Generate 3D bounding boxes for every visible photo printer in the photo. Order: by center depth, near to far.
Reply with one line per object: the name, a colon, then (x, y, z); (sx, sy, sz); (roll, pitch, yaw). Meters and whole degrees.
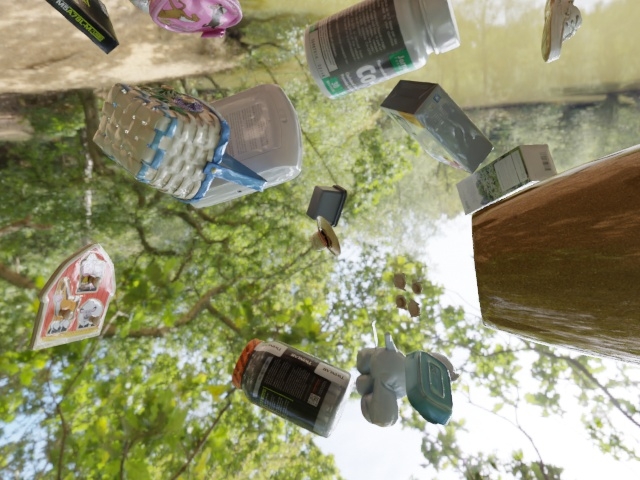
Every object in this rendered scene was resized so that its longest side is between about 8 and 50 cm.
photo printer: (-0.197, -0.240, 1.146); (0.308, 0.255, 0.107); (-17, 162, 13)

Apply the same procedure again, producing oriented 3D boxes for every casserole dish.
casserole dish: (0.239, 0.309, 0.994); (0.114, 0.037, 0.188); (33, -152, -9)

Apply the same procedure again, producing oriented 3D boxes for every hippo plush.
hippo plush: (0.240, 0.368, 1.279); (0.237, 0.293, 0.234); (4, -176, -12)

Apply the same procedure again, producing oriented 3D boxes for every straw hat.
straw hat: (0.000, 0.000, 1.366); (0.061, 0.144, 0.144); (-29, -175, 18)

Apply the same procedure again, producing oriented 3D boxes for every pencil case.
pencil case: (-0.236, -0.546, 0.760); (0.167, 0.385, 0.160); (-12, -177, -43)

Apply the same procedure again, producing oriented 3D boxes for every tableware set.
tableware set: (0.327, 0.204, 1.721); (0.141, 0.168, 0.020); (20, 152, -30)

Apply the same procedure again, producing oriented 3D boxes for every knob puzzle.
knob puzzle: (-0.440, 0.100, 0.860); (0.030, 0.212, 0.213); (16, -163, 12)

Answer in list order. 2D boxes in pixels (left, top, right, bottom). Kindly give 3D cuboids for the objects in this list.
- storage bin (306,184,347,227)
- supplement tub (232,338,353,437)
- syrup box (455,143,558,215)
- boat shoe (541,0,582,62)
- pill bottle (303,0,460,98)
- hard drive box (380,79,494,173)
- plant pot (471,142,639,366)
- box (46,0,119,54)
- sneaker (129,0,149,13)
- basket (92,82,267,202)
storage bin: (0.012, -0.122, 1.516); (0.091, 0.135, 0.098); (7, -159, -35)
supplement tub: (-0.085, 0.441, 1.412); (0.338, 0.206, 0.207); (21, -161, 14)
syrup box: (0.455, -0.145, 1.146); (0.097, 0.093, 0.237); (-7, 167, -23)
boat shoe: (0.678, -0.611, 1.279); (0.096, 0.276, 0.098); (11, 158, 13)
pill bottle: (0.156, -0.518, 1.182); (0.362, 0.204, 0.204); (-13, -172, 25)
hard drive box: (0.286, -0.284, 1.137); (0.232, 0.089, 0.181); (34, -173, -27)
plant pot: (0.280, 0.016, 0.428); (0.255, 0.236, 0.237); (-6, -169, 22)
box: (-0.526, -0.515, 0.973); (0.045, 0.190, 0.184); (-37, 146, 11)
sneaker: (-0.488, -0.694, 1.214); (0.252, 0.103, 0.111); (51, -158, 21)
basket: (-0.271, -0.187, 0.934); (0.255, 0.200, 0.289); (33, -171, 29)
